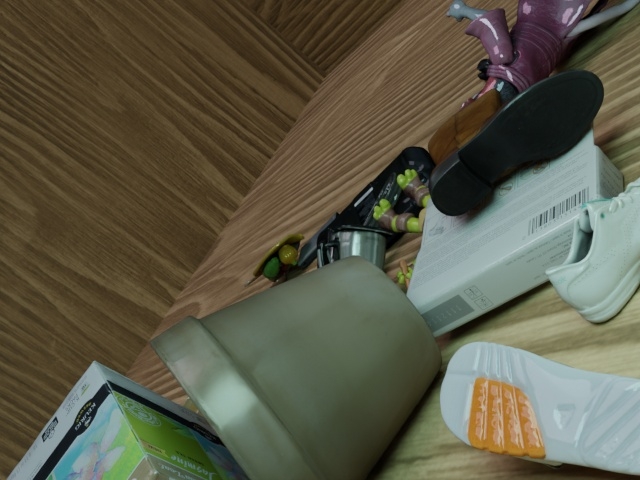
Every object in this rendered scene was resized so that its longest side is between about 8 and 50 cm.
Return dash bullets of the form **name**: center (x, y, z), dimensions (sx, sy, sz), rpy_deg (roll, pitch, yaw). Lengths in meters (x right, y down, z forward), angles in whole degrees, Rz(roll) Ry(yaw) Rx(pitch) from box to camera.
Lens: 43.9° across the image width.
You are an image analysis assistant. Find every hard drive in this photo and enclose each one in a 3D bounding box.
- **hard drive**: center (0.000, 0.000, 1.911), dimensions (0.135, 0.022, 0.094), rpy_deg (-45, 15, 22)

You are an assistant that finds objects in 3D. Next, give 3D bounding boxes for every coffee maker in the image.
- **coffee maker**: center (0.049, 0.077, 1.277), dimensions (0.171, 0.120, 0.178), rpy_deg (100, 174, -79)

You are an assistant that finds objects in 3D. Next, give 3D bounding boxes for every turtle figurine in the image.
- **turtle figurine**: center (0.191, -0.044, 1.270), dimensions (0.269, 0.087, 0.217), rpy_deg (-62, 34, 7)

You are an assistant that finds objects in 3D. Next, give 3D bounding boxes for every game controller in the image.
- **game controller**: center (0.107, -0.045, 1.558), dimensions (0.319, 0.067, 0.166), rpy_deg (-44, 28, 24)

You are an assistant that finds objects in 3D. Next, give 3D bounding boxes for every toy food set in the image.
- **toy food set**: center (-0.095, 0.063, 1.950), dimensions (0.128, 0.071, 0.218), rpy_deg (-36, -9, -34)

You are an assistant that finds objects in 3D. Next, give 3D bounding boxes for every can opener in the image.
- **can opener**: center (0.357, -0.356, 1.625), dimensions (0.059, 0.073, 0.186), rpy_deg (-57, 4, 10)

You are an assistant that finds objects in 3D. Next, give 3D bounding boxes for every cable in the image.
- **cable**: center (0.090, 0.019, 1.454), dimensions (0.287, 0.072, 0.139), rpy_deg (-61, 1, -13)

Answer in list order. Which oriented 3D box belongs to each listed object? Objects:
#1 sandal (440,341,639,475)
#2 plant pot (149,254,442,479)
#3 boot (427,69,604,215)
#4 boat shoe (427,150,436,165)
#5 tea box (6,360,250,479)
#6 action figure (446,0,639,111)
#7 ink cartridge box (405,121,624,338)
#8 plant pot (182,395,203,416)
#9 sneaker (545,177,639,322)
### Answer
- **sandal**: center (0.223, 0.164, 0.720), dimensions (0.265, 0.076, 0.102), rpy_deg (6, 71, 50)
- **plant pot**: center (-0.008, 0.176, 1.010), dimensions (0.280, 0.323, 0.323), rpy_deg (-36, 11, -13)
- **boot**: center (0.263, -0.164, 1.125), dimensions (0.264, 0.096, 0.280), rpy_deg (-47, 9, 22)
- **boat shoe**: center (0.249, -0.173, 1.516), dimensions (0.152, 0.056, 0.049), rpy_deg (-48, 16, 53)
- **tea box**: center (-0.270, 0.392, 1.031), dimensions (0.329, 0.220, 0.323), rpy_deg (-55, 33, -4)
- **action figure**: center (0.364, -0.310, 1.326), dimensions (0.275, 0.248, 0.370), rpy_deg (13, 61, 45)
- **ink cartridge box**: center (0.253, -0.030, 1.051), dimensions (0.296, 0.066, 0.261), rpy_deg (-34, 21, 35)
- **plant pot**: center (-0.166, 0.305, 1.422), dimensions (0.236, 0.032, 0.236), rpy_deg (-30, 34, 22)
- **sneaker**: center (0.316, -0.023, 0.829), dimensions (0.212, 0.094, 0.080), rpy_deg (-53, 13, -10)
